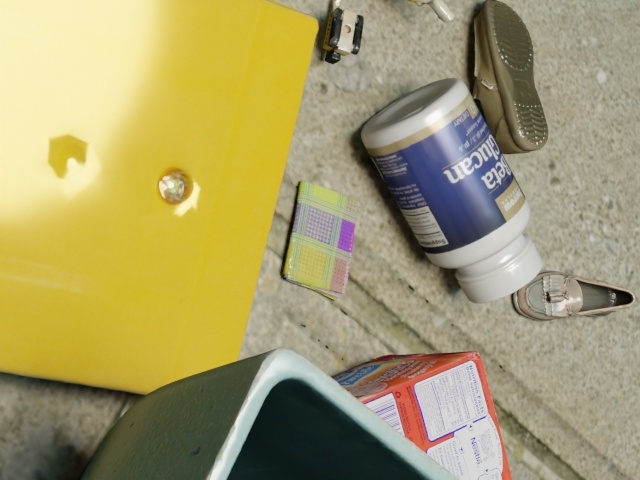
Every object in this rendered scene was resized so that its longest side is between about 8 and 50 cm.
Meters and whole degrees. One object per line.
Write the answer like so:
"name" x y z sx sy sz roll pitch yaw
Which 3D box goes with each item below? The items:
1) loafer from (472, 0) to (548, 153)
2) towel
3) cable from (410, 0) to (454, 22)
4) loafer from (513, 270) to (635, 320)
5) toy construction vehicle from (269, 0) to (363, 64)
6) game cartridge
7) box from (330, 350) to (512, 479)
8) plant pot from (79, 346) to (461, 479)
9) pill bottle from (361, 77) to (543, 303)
"loafer" 0.154 -0.139 1.202 0.056 0.050 0.148 13 60 -39
"towel" 0.000 0.000 1.086 0.060 0.009 0.083 20 71 -33
"cable" 0.019 -0.299 1.103 0.287 0.072 0.139 34 62 -29
"loafer" 0.226 0.048 1.234 0.125 0.039 0.045 3 83 -37
"toy construction vehicle" -0.011 -0.179 1.092 0.086 0.035 0.098 13 73 -24
"game cartridge" -0.171 -0.054 0.902 0.323 0.052 0.285 15 89 -33
"box" 0.067 0.221 1.034 0.128 0.122 0.257 -18 95 -38
"plant pot" -0.062 0.236 0.852 0.247 0.252 0.248 40 62 -26
"pill bottle" 0.111 -0.037 1.123 0.094 0.094 0.169 -41 108 -34
